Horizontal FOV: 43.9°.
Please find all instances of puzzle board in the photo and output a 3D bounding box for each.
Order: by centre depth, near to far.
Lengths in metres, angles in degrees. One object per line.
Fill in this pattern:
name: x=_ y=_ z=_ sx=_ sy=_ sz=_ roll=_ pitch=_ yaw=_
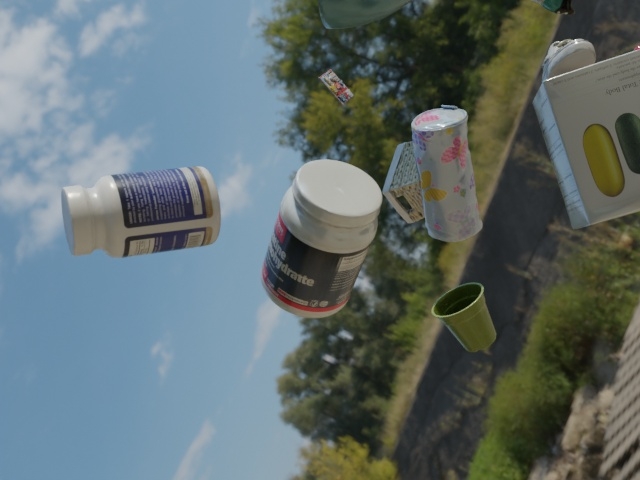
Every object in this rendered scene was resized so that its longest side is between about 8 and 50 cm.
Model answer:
puzzle board: x=0.045 y=-0.414 z=2.138 sx=0.011 sy=0.096 sz=0.128 roll=-39 pitch=7 yaw=25

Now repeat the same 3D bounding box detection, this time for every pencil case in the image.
pencil case: x=0.262 y=-0.132 z=1.621 sx=0.124 sy=0.113 sz=0.273 roll=-31 pitch=-58 yaw=-29

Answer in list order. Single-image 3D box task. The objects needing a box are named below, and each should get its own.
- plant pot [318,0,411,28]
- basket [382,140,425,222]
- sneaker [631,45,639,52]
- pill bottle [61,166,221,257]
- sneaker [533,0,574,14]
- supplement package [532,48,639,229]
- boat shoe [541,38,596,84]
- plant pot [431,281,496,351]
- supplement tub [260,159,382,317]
plant pot: x=0.120 y=-0.615 z=1.768 sx=0.290 sy=0.195 sz=0.291 roll=7 pitch=-90 yaw=-78
basket: x=0.225 y=-0.140 z=1.775 sx=0.113 sy=0.103 sz=0.167 roll=47 pitch=-136 yaw=-29
sneaker: x=0.740 y=-0.325 z=1.680 sx=0.120 sy=0.299 sz=0.112 roll=3 pitch=-63 yaw=-28
pill bottle: x=-0.328 y=-0.050 z=1.455 sx=0.264 sy=0.153 sz=0.153 roll=-8 pitch=-46 yaw=-25
sneaker: x=0.640 y=-0.692 z=1.920 sx=0.302 sy=0.121 sz=0.108 roll=-62 pitch=-5 yaw=25
supplement package: x=0.525 y=-0.175 z=1.432 sx=0.198 sy=0.199 sz=0.263 roll=9 pitch=-116 yaw=-80
boat shoe: x=0.561 y=-0.416 z=1.823 sx=0.267 sy=0.096 sz=0.088 roll=41 pitch=-139 yaw=-79
plant pot: x=0.216 y=0.117 z=1.155 sx=0.083 sy=0.079 sz=0.083 roll=-29 pitch=15 yaw=9
supplement tub: x=0.000 y=0.000 z=1.545 sx=0.191 sy=0.191 sz=0.272 roll=-51 pitch=-15 yaw=-49
